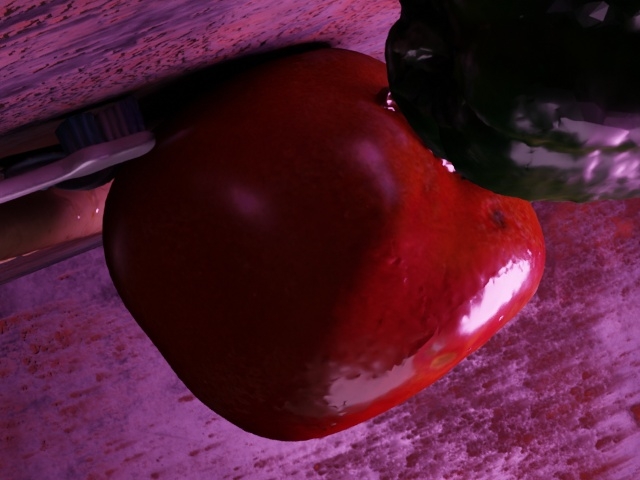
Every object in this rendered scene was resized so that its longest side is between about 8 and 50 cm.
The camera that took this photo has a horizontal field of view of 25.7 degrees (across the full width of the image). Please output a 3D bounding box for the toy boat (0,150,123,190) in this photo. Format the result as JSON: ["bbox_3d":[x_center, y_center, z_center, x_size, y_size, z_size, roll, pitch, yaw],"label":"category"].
[{"bbox_3d":[-0.210,-0.056,1.067,0.096,0.034,0.122,-23,171,35],"label":"toy boat"}]

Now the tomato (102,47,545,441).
[{"bbox_3d":[0.000,0.000,1.085,0.290,0.293,0.325,-45,179,22],"label":"tomato"}]

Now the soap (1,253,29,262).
[{"bbox_3d":[-0.269,-0.028,1.515,0.252,0.037,0.092,-21,-179,35],"label":"soap"}]

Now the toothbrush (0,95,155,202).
[{"bbox_3d":[-0.295,-0.010,0.863,0.418,0.040,0.042,-22,171,-23],"label":"toothbrush"}]

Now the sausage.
[{"bbox_3d":[-0.242,-0.023,1.240,0.065,0.066,0.301,-21,-178,26],"label":"sausage"}]

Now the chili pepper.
[{"bbox_3d":[0.225,-0.118,0.739,0.384,0.213,0.167,-9,-151,-15],"label":"chili pepper"}]
